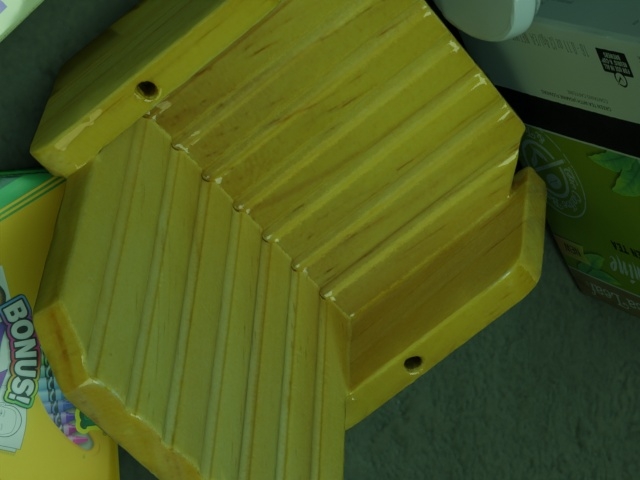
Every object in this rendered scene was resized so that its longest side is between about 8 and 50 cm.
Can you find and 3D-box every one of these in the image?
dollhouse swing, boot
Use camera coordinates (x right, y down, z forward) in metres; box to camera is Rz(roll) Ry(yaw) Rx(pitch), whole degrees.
[{"bbox_3d":[0.000,0.000,1.186,0.315,0.305,0.347,-37,119,10],"label":"dollhouse swing"},{"bbox_3d":[0.129,-0.244,1.299,0.123,0.258,0.095,-13,132,-24],"label":"boot"}]

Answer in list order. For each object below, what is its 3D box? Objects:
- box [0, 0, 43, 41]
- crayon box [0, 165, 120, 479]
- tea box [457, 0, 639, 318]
[{"bbox_3d":[-0.314,-0.215,1.185,0.243,0.117,0.213,-47,109,-13],"label":"box"},{"bbox_3d":[-0.246,0.085,1.259,0.165,0.081,0.278,-5,97,-22],"label":"crayon box"},{"bbox_3d":[0.322,-0.097,1.316,0.220,0.329,0.323,-37,117,-15],"label":"tea box"}]
